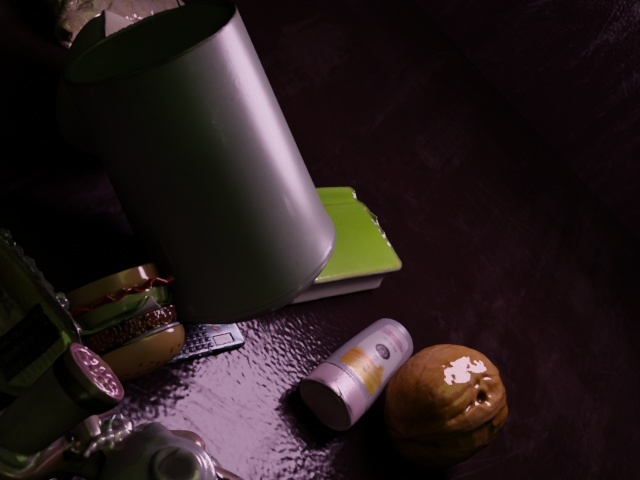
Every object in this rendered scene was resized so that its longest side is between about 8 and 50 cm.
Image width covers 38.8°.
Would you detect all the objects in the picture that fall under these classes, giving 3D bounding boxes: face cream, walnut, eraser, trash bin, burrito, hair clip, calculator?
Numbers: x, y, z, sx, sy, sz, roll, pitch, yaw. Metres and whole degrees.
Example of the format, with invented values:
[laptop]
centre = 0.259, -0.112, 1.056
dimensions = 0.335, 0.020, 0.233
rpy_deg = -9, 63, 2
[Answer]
[face cream]
centre = 0.068, 0.219, 1.525
dimensions = 0.107, 0.073, 0.269
rpy_deg = 44, 33, 9
[walnut]
centre = 0.205, 0.276, 1.516
dimensions = 0.222, 0.195, 0.195
rpy_deg = -22, 73, -45
[eraser]
centre = 0.000, 0.000, 1.659
dimensions = 0.274, 0.092, 0.210
rpy_deg = -10, 62, -51
[trash bin]
centre = -0.156, -0.089, 1.286
dimensions = 0.280, 0.280, 0.432
rpy_deg = -72, 147, -53
[burrito]
centre = -0.373, -0.429, 1.669
dimensions = 0.348, 0.107, 0.175
rpy_deg = -7, 75, -50
[hair clip]
centre = -0.419, 0.044, 1.116
dimensions = 0.321, 0.138, 0.091
rpy_deg = 50, -5, 3
[calculator]
centre = -0.182, 0.146, 1.364
dimensions = 0.172, 0.018, 0.057
rpy_deg = -6, 62, -53

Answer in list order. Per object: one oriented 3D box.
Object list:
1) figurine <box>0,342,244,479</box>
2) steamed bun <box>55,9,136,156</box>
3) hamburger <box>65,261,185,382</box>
[figurine]
centre = -0.211, 0.295, 1.006
dimensions = 0.361, 0.253, 0.211
rpy_deg = 40, 73, -3
[steamed bun]
centre = -0.328, -0.227, 1.446
dimensions = 0.146, 0.164, 0.241
rpy_deg = 19, 41, -39
[hamburger]
centre = -0.255, 0.113, 1.188
dimensions = 0.175, 0.175, 0.137
rpy_deg = -18, 83, -55
